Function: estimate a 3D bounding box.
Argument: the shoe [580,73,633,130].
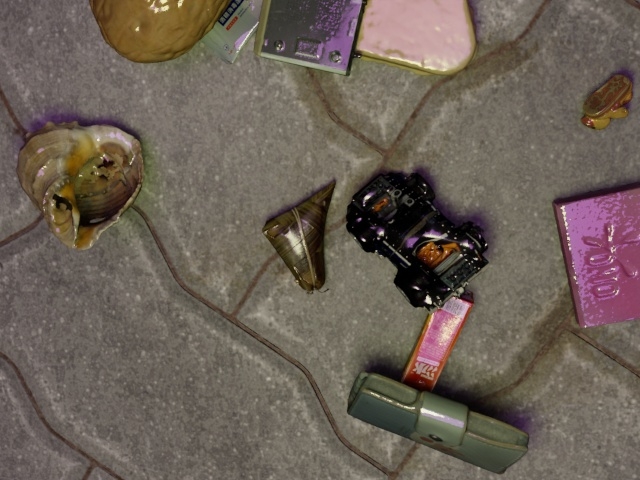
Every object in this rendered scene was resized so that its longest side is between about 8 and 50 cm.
[{"bbox_3d":[0.550,-0.257,1.430,0.072,0.069,0.109,30,93,41],"label":"shoe"}]

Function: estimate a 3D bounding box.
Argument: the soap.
[{"bbox_3d":[0.567,0.031,1.469,0.181,0.081,0.259,-11,97,12],"label":"soap"}]

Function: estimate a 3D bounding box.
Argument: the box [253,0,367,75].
[{"bbox_3d":[-0.003,-0.457,1.403,0.211,0.045,0.270,16,101,10],"label":"box"}]

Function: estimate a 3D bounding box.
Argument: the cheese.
[{"bbox_3d":[0.158,-0.456,1.449,0.384,0.104,0.383,2,100,10],"label":"cheese"}]

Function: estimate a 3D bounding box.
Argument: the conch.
[{"bbox_3d":[-0.488,-0.116,1.579,0.263,0.186,0.324,-18,70,0],"label":"conch"}]

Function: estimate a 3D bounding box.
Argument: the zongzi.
[{"bbox_3d":[0.000,0.000,1.572,0.184,0.084,0.187,-32,100,3],"label":"zongzi"}]

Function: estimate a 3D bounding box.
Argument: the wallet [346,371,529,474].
[{"bbox_3d":[0.228,0.371,1.517,0.360,0.252,0.083,20,66,6],"label":"wallet"}]

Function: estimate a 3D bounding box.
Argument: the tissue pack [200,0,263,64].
[{"bbox_3d":[-0.170,-0.468,1.544,0.122,0.026,0.193,43,103,2],"label":"tissue pack"}]

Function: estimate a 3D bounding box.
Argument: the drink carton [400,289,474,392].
[{"bbox_3d":[0.237,0.202,1.549,0.071,0.096,0.222,23,102,6],"label":"drink carton"}]

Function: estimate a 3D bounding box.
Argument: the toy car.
[{"bbox_3d":[0.184,-0.009,1.482,0.193,0.118,0.301,-40,63,-4],"label":"toy car"}]

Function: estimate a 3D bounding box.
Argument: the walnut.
[{"bbox_3d":[-0.308,-0.495,1.443,0.313,0.252,0.277,-39,73,32],"label":"walnut"}]
